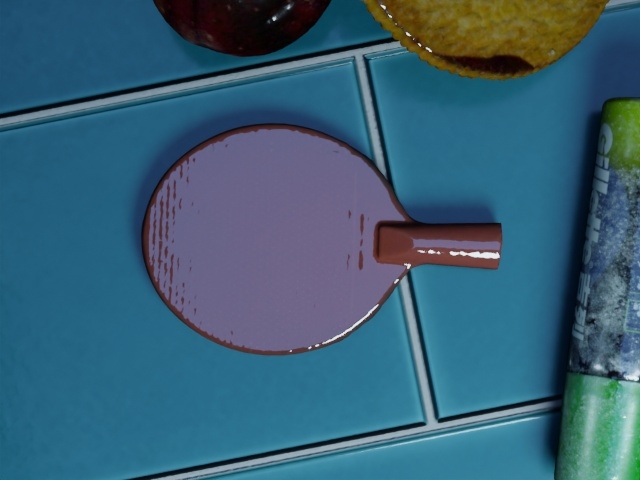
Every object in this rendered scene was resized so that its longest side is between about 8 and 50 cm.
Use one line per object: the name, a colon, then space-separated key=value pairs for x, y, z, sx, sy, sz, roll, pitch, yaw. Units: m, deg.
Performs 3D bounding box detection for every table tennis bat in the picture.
table tennis bat: x=0.000 y=0.000 z=1.468 sx=0.310 sy=0.038 sz=0.200 roll=2 pitch=88 yaw=1

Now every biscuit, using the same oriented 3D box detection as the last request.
biscuit: x=0.129 y=-0.281 z=1.420 sx=0.305 sy=0.038 sz=0.305 roll=4 pitch=82 yaw=-30

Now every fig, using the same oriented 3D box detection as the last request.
fig: x=-0.072 y=-0.256 z=1.375 sx=0.186 sy=0.249 sz=0.203 roll=-1 pitch=90 yaw=9

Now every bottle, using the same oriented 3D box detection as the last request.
bottle: x=0.261 y=0.049 z=1.436 sx=0.093 sy=0.093 sz=0.330 roll=8 pitch=87 yaw=1
